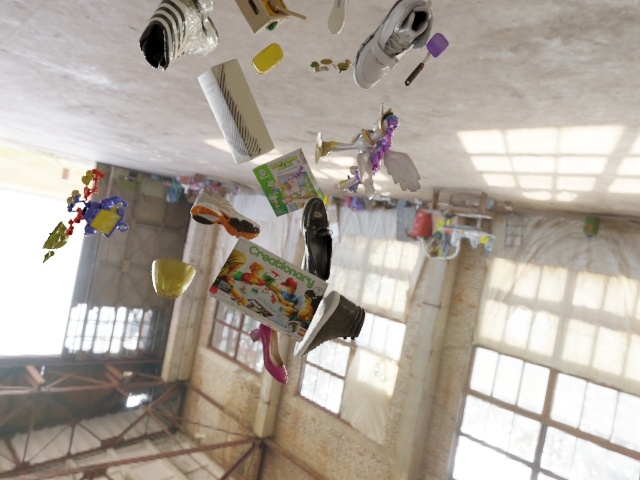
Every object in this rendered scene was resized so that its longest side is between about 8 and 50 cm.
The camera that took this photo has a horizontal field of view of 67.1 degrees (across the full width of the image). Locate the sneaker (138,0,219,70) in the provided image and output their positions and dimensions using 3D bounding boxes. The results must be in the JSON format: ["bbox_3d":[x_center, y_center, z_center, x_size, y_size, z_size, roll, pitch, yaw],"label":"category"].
[{"bbox_3d":[-0.472,-0.655,1.553,0.169,0.257,0.447,40,174,-8],"label":"sneaker"}]

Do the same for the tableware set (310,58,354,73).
[{"bbox_3d":[0.043,-0.658,1.820,0.154,0.024,0.104,-14,-135,-13],"label":"tableware set"}]

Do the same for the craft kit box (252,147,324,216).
[{"bbox_3d":[-0.141,-0.250,2.126,0.249,0.247,0.061,-17,-164,29],"label":"craft kit box"}]

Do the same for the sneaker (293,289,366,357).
[{"bbox_3d":[0.032,0.288,1.483,0.146,0.296,0.105,26,-147,-15],"label":"sneaker"}]

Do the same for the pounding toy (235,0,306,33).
[{"bbox_3d":[-0.138,-0.650,1.348,0.100,0.141,0.130,-21,-165,40],"label":"pounding toy"}]

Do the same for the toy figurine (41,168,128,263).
[{"bbox_3d":[-0.799,-0.051,1.720,0.217,0.363,0.191,29,-166,-42],"label":"toy figurine"}]

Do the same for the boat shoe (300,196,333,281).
[{"bbox_3d":[-0.004,0.000,1.824,0.127,0.341,0.113,10,172,-32],"label":"boat shoe"}]

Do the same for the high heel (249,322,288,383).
[{"bbox_3d":[-0.164,0.414,1.816,0.117,0.244,0.082,-34,167,21],"label":"high heel"}]

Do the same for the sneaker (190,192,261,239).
[{"bbox_3d":[-0.328,-0.097,1.735,0.262,0.099,0.121,25,-142,-23],"label":"sneaker"}]

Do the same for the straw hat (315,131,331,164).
[{"bbox_3d":[0.019,-0.403,2.126,0.061,0.145,0.144,4,-179,-12],"label":"straw hat"}]

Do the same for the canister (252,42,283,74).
[{"bbox_3d":[-0.203,-0.699,1.856,0.073,0.126,0.170,52,-176,-19],"label":"canister"}]

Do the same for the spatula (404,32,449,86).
[{"bbox_3d":[0.456,-0.786,2.112,0.084,0.296,0.030,42,166,-21],"label":"spatula"}]

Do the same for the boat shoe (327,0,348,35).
[{"bbox_3d":[0.069,-0.822,1.746,0.066,0.184,0.063,1,171,21],"label":"boat shoe"}]

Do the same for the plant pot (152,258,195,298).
[{"bbox_3d":[-0.473,0.128,1.527,0.134,0.095,0.134,5,153,3],"label":"plant pot"}]

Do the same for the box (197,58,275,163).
[{"bbox_3d":[-0.243,-0.370,1.406,0.094,0.275,0.113,-33,-163,-31],"label":"box"}]

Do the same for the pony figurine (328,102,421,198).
[{"bbox_3d":[0.203,-0.325,1.941,0.302,0.351,0.363,-9,172,-35],"label":"pony figurine"}]

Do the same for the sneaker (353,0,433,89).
[{"bbox_3d":[0.248,-0.675,1.655,0.137,0.366,0.210,29,-159,-21],"label":"sneaker"}]

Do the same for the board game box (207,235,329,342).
[{"bbox_3d":[-0.148,0.142,1.412,0.305,0.193,0.053,28,155,-5],"label":"board game box"}]
